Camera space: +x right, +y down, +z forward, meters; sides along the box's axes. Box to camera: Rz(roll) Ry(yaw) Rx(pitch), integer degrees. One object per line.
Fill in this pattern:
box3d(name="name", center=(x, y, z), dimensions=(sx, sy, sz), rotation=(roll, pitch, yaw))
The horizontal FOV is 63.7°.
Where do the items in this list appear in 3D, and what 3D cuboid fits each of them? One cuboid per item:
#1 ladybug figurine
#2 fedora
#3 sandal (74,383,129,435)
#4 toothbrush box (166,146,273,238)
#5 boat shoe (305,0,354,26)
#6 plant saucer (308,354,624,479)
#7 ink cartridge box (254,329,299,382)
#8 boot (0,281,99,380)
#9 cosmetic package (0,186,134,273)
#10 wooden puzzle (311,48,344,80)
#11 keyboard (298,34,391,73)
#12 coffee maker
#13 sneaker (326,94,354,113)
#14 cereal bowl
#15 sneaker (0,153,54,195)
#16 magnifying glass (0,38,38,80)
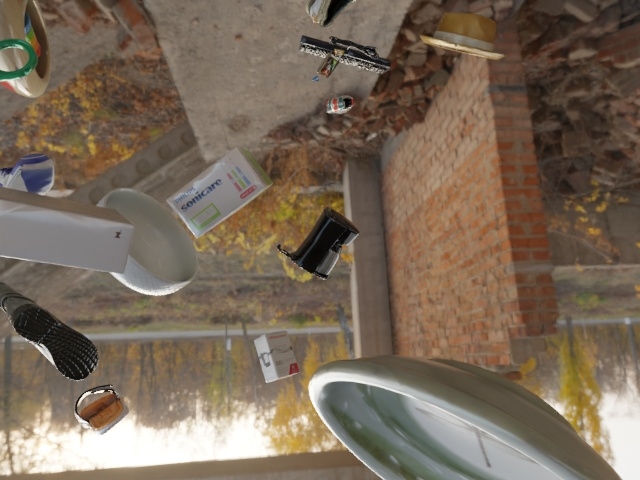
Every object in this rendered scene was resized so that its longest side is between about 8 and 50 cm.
box3d(name="ladybug figurine", center=(-0.941, -0.621, 1.549), dimensions=(0.162, 0.304, 0.449), rotation=(2, 157, -14))
box3d(name="fedora", center=(0.320, -0.455, 1.134), dimensions=(0.195, 0.079, 0.194), rotation=(11, -158, -5))
box3d(name="sandal", center=(-0.489, 0.359, 1.140), dimensions=(0.102, 0.076, 0.265), rotation=(-37, -169, -33))
box3d(name="toothbrush box", center=(-0.243, -0.128, 1.317), dimensions=(0.206, 0.122, 0.283), rotation=(-36, -173, 3))
box3d(name="boat shoe", center=(0.085, -0.828, 1.679), dimensions=(0.302, 0.103, 0.113), rotation=(-45, 149, 26))
box3d(name="plant saucer", center=(0.177, 0.240, 0.590), dimensions=(0.401, 0.100, 0.400), rotation=(28, 149, 19))
box3d(name="ink cartridge box", center=(-0.147, 0.387, 1.729), dimensions=(0.063, 0.150, 0.109), rotation=(-30, 161, 34))
box3d(name="boot", center=(-0.583, 0.186, 1.093), dimensions=(0.161, 0.083, 0.246), rotation=(22, 148, 38))
box3d(name="cosmetic package", center=(-0.542, -0.038, 0.893), dimensions=(0.378, 0.097, 0.284), rotation=(12, 180, -28))
box3d(name="wooden puzzle", center=(0.025, -0.518, 1.529), dimensions=(0.116, 0.014, 0.079), rotation=(-53, 159, 23))
box3d(name="keyboard", center=(0.086, -0.631, 1.742), dimensions=(0.318, 0.033, 0.201), rotation=(12, 179, -7))
box3d(name="coffee maker", center=(0.000, 0.000, 1.482), dimensions=(0.171, 0.178, 0.120), rotation=(22, -161, -35))
box3d(name="sneaker", center=(0.084, -0.444, 1.679), dimensions=(0.076, 0.057, 0.161), rotation=(3, -163, 30))
box3d(name="cereal bowl", center=(-0.516, 0.021, 1.469), dimensions=(0.141, 0.338, 0.339), rotation=(-38, 156, 16))
box3d(name="sneaker", center=(-0.946, -0.181, 1.606), dimensions=(0.128, 0.182, 0.315), rotation=(-13, 154, -46))
box3d(name="magnifying glass", center=(-0.699, -0.344, 1.064), dimensions=(0.231, 0.092, 0.026), rotation=(-40, 170, -24))
